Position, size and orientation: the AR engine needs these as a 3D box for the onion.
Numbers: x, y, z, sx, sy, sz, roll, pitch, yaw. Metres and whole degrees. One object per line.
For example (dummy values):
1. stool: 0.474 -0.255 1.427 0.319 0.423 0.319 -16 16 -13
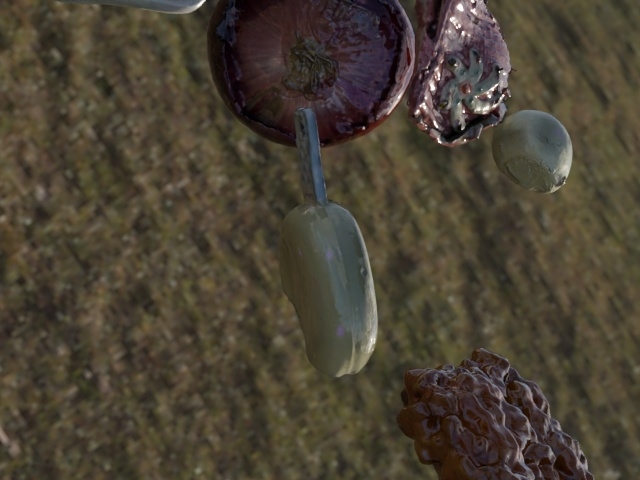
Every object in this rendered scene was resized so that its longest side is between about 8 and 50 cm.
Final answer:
1. onion: -0.012 -0.228 1.770 0.248 0.248 0.161 50 23 -24

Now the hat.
1. hat: 0.203 -0.228 2.026 0.107 0.237 0.286 15 -9 27

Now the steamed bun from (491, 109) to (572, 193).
1. steamed bun: 0.321 -0.139 2.209 0.130 0.091 0.112 36 44 -13

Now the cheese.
1. cheese: 0.005 0.002 1.491 0.163 0.070 0.249 -123 -153 -57

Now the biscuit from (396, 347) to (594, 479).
1. biscuit: 0.242 0.284 1.947 0.312 0.110 0.318 1 53 -58

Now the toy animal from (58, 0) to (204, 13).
1. toy animal: -0.217 -0.367 1.551 0.174 0.289 0.249 -25 122 -68
